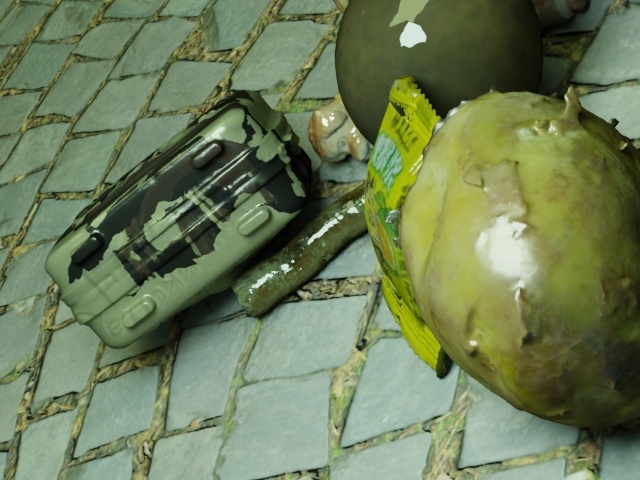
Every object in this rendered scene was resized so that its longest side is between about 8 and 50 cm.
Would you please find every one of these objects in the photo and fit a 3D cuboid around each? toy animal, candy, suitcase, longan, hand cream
[{"bbox_3d":[0.027,-0.205,1.997,0.185,0.184,0.104,-49,8,5],"label":"toy animal"},{"bbox_3d":[0.100,-0.018,1.649,0.081,0.297,0.187,-6,29,-17],"label":"candy"},{"bbox_3d":[-0.164,-0.034,1.984,0.351,0.194,0.339,-37,9,9],"label":"suitcase"},{"bbox_3d":[0.139,-0.221,1.788,0.243,0.300,0.300,7,46,-1],"label":"longan"},{"bbox_3d":[0.245,-0.280,1.969,0.209,0.043,0.067,-16,43,43],"label":"hand cream"}]

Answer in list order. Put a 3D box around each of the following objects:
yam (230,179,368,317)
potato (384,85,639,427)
[{"bbox_3d":[0.000,0.000,1.899,0.253,0.061,0.061,-38,34,7],"label":"yam"},{"bbox_3d":[0.212,0.035,1.429,0.301,0.288,0.237,-57,11,18],"label":"potato"}]
